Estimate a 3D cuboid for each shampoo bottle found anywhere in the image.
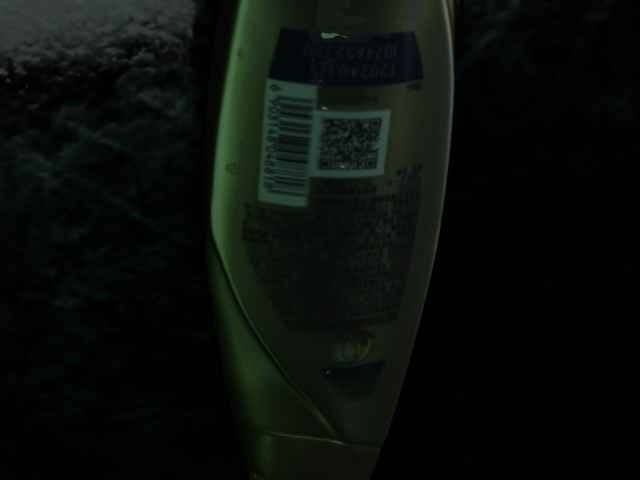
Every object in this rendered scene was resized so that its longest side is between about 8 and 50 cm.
[{"bbox_3d":[0.000,0.000,0.786,0.125,0.084,0.350,-2,124,-8],"label":"shampoo bottle"}]
